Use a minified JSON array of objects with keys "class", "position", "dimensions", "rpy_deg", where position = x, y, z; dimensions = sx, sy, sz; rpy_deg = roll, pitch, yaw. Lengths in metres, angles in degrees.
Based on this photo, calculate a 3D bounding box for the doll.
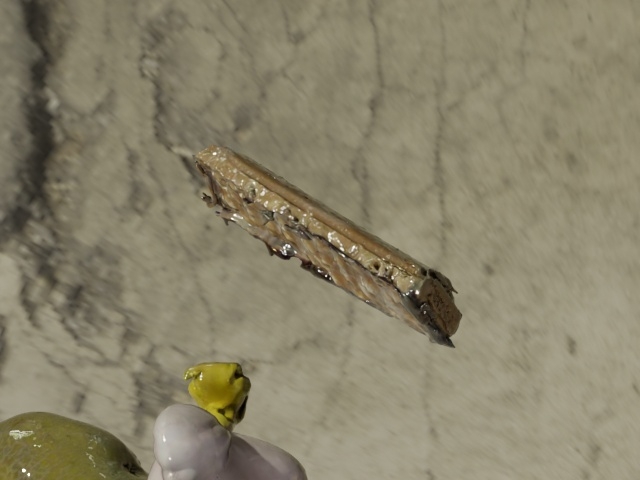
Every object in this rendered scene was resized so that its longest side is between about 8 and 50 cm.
[{"class":"doll","position":[-0.079,0.197,1.085],"dimensions":[0.094,0.365,0.160],"rpy_deg":[-6,114,19]}]

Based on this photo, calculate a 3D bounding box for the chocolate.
[{"class":"chocolate","position":[0.005,-0.003,1.842],"dimensions":[0.329,0.102,0.065],"rpy_deg":[30,75,39]}]

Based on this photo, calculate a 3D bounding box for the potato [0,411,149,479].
[{"class":"potato","position":[-0.228,0.254,1.805],"dimensions":[0.174,0.159,0.251],"rpy_deg":[-46,73,10]}]
